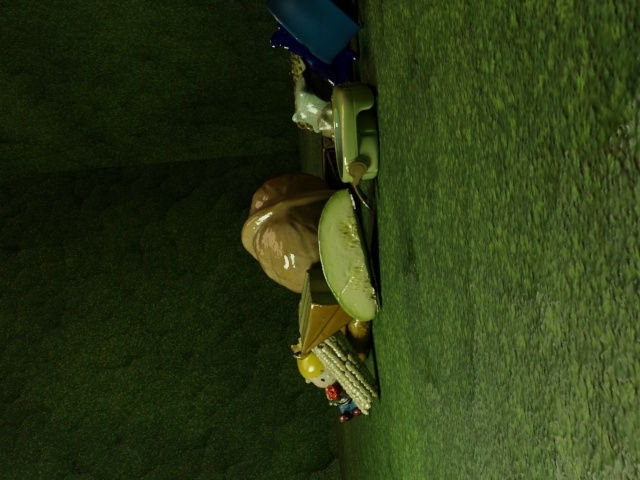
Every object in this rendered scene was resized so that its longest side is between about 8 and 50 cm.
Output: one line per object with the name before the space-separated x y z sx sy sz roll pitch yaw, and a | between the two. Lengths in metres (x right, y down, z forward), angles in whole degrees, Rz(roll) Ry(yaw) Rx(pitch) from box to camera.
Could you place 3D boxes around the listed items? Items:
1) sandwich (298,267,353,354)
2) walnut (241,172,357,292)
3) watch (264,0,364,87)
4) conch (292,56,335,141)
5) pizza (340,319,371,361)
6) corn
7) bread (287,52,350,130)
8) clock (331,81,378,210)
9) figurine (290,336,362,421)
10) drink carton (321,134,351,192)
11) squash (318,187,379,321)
sandwich | 0.031 0.158 1.604 0.117 0.144 0.187 -97 13 -47
walnut | -0.045 -0.020 1.711 0.285 0.285 0.296 90 166 -56
watch | -0.007 -0.411 1.370 0.171 0.196 0.200 -55 -2 14
conch | -0.005 -0.276 1.496 0.114 0.234 0.137 -54 -15 27
pizza | 0.068 0.161 1.785 0.280 0.075 0.287 90 173 -50
corn | 0.064 0.288 1.637 0.211 0.087 0.087 49 172 6
bread | -0.003 -0.344 1.619 0.139 0.143 0.229 137 129 -85
clock | 0.067 -0.177 1.360 0.170 0.069 0.232 -108 12 -71
figurine | 0.022 0.354 1.856 0.234 0.127 0.185 48 -151 -46
drink carton | 0.040 -0.182 1.764 0.165 0.071 0.056 87 179 -51
squash | 0.046 0.034 1.414 0.252 0.093 0.169 67 -166 -57
